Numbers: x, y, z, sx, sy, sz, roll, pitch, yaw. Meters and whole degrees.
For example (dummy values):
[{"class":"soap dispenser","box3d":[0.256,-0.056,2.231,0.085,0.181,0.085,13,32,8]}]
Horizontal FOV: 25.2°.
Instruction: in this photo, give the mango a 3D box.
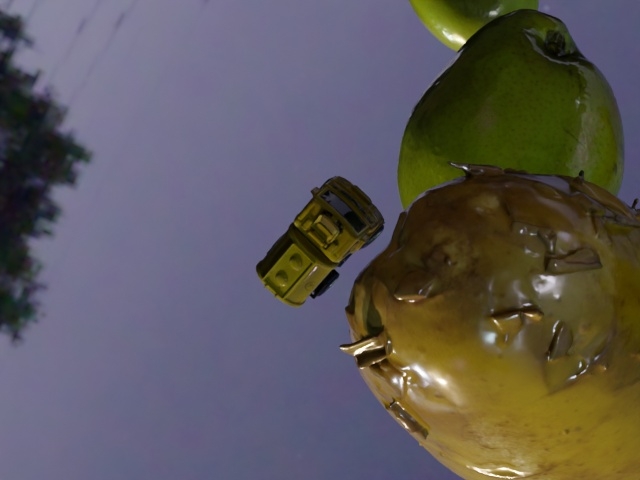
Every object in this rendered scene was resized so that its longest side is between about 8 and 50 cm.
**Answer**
[{"class":"mango","box3d":[0.140,-0.251,1.419,0.117,0.163,0.089,-59,-171,-10]}]

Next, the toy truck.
[{"class":"toy truck","box3d":[0.000,0.000,0.918,0.083,0.049,0.054,-49,174,32]}]

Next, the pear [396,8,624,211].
[{"class":"pear","box3d":[0.160,-0.078,1.180,0.219,0.187,0.187,-68,-155,6]}]

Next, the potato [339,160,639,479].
[{"class":"potato","box3d":[0.115,0.059,0.732,0.173,0.300,0.140,-6,-118,32]}]
